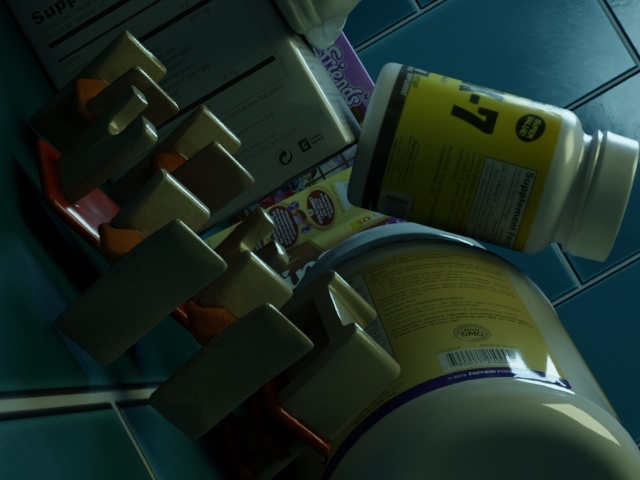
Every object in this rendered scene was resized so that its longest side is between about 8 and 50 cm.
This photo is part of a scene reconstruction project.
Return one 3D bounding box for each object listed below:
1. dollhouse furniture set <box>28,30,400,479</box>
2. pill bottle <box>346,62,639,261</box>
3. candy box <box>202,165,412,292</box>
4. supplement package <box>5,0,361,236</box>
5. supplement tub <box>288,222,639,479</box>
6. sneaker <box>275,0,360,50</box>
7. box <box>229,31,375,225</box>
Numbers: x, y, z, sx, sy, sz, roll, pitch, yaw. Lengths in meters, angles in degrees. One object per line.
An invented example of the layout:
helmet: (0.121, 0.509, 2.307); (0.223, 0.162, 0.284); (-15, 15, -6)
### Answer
dollhouse furniture set: (-0.083, 0.034, 1.079); (0.259, 0.135, 0.262); (44, 12, -30)
pill bottle: (0.135, -0.057, 1.358); (0.208, 0.119, 0.119); (16, 0, 4)
candy box: (0.000, 0.000, 1.523); (0.053, 0.186, 0.109); (66, 6, 29)
supplement package: (-0.116, -0.160, 1.355); (0.293, 0.175, 0.177); (60, 7, -1)
supplement tub: (0.091, 0.144, 1.302); (0.241, 0.241, 0.331); (58, 5, -25)
sneaker: (0.015, -0.200, 1.328); (0.080, 0.094, 0.212); (58, 7, -5)
box: (-0.025, -0.100, 1.785); (0.293, 0.201, 0.057); (56, 6, -31)
